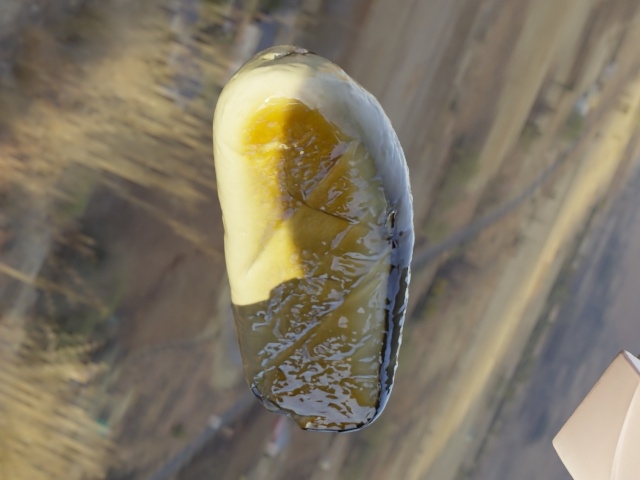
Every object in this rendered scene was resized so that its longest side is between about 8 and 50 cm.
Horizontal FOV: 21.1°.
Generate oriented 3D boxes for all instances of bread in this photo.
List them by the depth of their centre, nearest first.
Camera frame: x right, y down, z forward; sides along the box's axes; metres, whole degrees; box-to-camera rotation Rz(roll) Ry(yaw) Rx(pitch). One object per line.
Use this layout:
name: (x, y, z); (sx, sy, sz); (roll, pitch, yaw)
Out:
bread: (0.000, 0.001, 0.653); (0.214, 0.073, 0.053); (86, 9, -51)

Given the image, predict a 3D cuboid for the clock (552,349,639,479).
clock: (0.266, 0.174, 1.036); (0.275, 0.290, 0.080); (29, 105, -38)
